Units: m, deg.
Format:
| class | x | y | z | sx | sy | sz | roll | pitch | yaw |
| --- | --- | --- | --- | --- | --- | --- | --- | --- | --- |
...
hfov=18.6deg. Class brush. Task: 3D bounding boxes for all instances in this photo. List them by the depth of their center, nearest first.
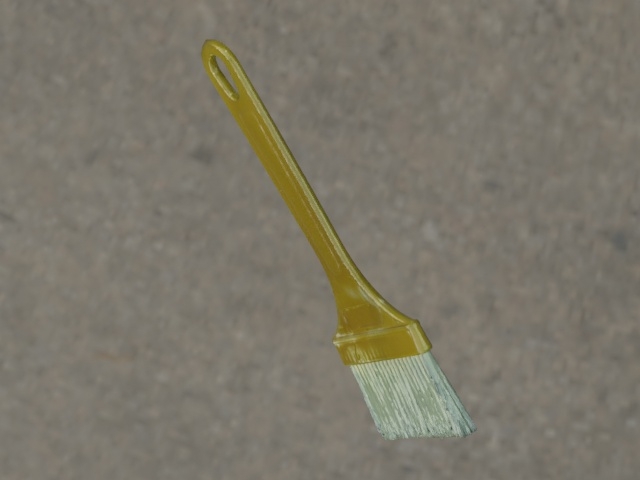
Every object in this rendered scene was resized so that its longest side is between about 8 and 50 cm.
| class | x | y | z | sx | sy | sz | roll | pitch | yaw |
| --- | --- | --- | --- | --- | --- | --- | --- | --- | --- |
| brush | 0.000 | 0.000 | 0.875 | 0.205 | 0.011 | 0.083 | 61 | 157 | -6 |
